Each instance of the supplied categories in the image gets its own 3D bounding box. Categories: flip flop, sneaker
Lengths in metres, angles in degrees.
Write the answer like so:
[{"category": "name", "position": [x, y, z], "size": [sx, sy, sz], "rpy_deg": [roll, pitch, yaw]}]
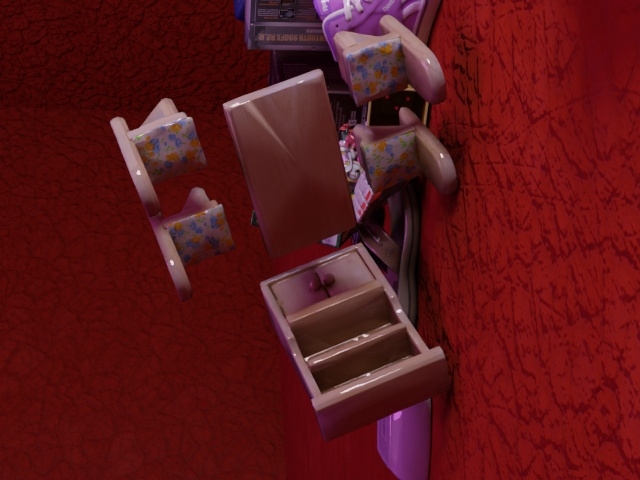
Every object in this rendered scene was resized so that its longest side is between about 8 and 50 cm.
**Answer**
[{"category": "flip flop", "position": [0.093, 0.014, 1.501], "size": [0.112, 0.080, 0.277], "rpy_deg": [177, 94, -82]}, {"category": "sneaker", "position": [0.096, -0.080, 1.433], "size": [0.061, 0.064, 0.158], "rpy_deg": [-102, 32, -45]}, {"category": "sneaker", "position": [0.075, -0.338, 1.385], "size": [0.282, 0.161, 0.102], "rpy_deg": [101, 169, -46]}]

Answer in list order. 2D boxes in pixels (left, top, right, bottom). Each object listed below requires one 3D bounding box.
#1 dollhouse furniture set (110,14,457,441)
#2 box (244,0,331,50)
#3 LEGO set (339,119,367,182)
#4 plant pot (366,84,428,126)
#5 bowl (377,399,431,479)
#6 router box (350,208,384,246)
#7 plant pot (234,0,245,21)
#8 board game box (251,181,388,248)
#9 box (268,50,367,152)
[{"category": "dollhouse furniture set", "position": [0.000, 0.000, 1.248], "size": [0.256, 0.362, 0.394], "rpy_deg": [-123, 14, -51]}, {"category": "box", "position": [-0.008, -0.412, 1.747], "size": [0.056, 0.231, 0.183], "rpy_deg": [-107, 18, -56]}, {"category": "LEGO set", "position": [0.052, -0.163, 1.714], "size": [0.287, 0.132, 0.107], "rpy_deg": [-95, 16, -78]}, {"category": "plant pot", "position": [0.107, -0.186, 1.447], "size": [0.083, 0.081, 0.081], "rpy_deg": [-81, -4, -63]}, {"category": "bowl", "position": [0.112, 0.260, 1.443], "size": [0.142, 0.053, 0.142], "rpy_deg": [-136, 46, -80]}, {"category": "router box", "position": [0.077, -0.037, 1.781], "size": [0.122, 0.038, 0.092], "rpy_deg": [99, 169, -48]}, {"category": "plant pot", "position": [-0.033, -0.557, 1.985], "size": [0.212, 0.236, 0.236], "rpy_deg": [131, 140, -69]}, {"category": "board game box", "position": [0.007, -0.052, 1.571], "size": [0.259, 0.136, 0.030], "rpy_deg": [-42, -34, -65]}, {"category": "box", "position": [-0.011, -0.257, 1.983], "size": [0.203, 0.167, 0.168], "rpy_deg": [-99, 12, -53]}]
